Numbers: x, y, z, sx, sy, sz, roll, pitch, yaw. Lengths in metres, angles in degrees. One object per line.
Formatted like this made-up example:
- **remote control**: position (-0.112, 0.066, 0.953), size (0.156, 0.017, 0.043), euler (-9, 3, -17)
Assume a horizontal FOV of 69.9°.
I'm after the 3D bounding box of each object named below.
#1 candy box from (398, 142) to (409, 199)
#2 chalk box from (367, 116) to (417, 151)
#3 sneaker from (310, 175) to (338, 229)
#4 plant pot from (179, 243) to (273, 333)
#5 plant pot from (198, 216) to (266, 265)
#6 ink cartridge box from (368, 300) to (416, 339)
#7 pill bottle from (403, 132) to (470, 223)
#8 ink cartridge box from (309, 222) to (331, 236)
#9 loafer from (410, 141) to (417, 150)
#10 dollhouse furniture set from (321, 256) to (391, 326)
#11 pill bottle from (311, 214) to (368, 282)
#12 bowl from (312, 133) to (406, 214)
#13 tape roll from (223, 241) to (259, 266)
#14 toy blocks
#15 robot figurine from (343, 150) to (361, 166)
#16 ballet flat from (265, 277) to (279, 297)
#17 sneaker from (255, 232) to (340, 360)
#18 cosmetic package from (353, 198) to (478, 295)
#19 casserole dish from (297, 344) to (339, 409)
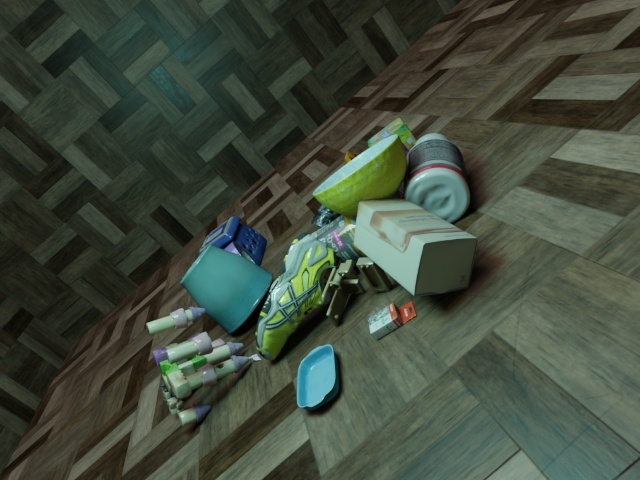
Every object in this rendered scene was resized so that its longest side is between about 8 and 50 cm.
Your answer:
- **candy box**: position (0.241, -0.185, 1.508), size (0.071, 0.159, 0.233), euler (-10, 39, 55)
- **chalk box**: position (0.274, -0.365, 1.828), size (0.213, 0.132, 0.132), euler (-36, 22, 16)
- **sneaker**: position (0.037, -0.123, 1.735), size (0.268, 0.101, 0.153), euler (102, -168, -66)
- **plant pot**: position (-0.356, 0.157, 1.667), size (0.271, 0.255, 0.271), euler (-49, 13, 16)
- **plant pot**: position (-0.412, 0.041, 2.109), size (0.236, 0.212, 0.236), euler (-33, 24, 20)
- **ink cartridge box**: position (0.171, 0.185, 1.106), size (0.115, 0.029, 0.063), euler (-36, 22, 16)
- **pill bottle**: position (0.334, -0.194, 1.345), size (0.176, 0.176, 0.318), euler (-30, 25, 28)
- **ink cartridge box**: position (0.000, 0.000, 1.709), size (0.122, 0.052, 0.088), euler (-29, 25, 27)
- **loafer**: position (0.378, -0.323, 1.673), size (0.061, 0.062, 0.170), euler (-51, 22, -9)
- **dollhouse furniture set**: position (0.090, 0.139, 1.213), size (0.151, 0.144, 0.123), euler (-5, 45, 35)
- **pill bottle**: position (0.040, 0.035, 1.430), size (0.278, 0.162, 0.162), euler (-35, 23, 18)
- **bowl**: position (0.138, -0.153, 1.296), size (0.289, 0.156, 0.289), euler (-35, 12, 8)
- **tape roll**: position (-0.327, 0.099, 1.887), size (0.080, 0.189, 0.189), euler (-42, 22, 1)
- **toy blocks**: position (-0.365, 0.384, 1.454), size (0.260, 0.309, 0.289), euler (-16, 21, -31)
- **robot figurine**: position (0.145, -0.241, 1.790), size (0.291, 0.085, 0.211), euler (-113, 30, -61)
- **ballet flat**: position (-0.117, 0.146, 1.615), size (0.188, 0.070, 0.070), euler (-41, 22, 2)
- **sneaker**: position (-0.068, 0.177, 1.308), size (0.145, 0.147, 0.384), euler (-17, -51, -78)
- **cosmetic package**: position (0.214, 0.003, 1.102), size (0.153, 0.129, 0.296), euler (-5, 24, -24)
- **casserole dish**: position (-0.002, 0.333, 1.109), size (0.114, 0.037, 0.188), euler (-36, 22, 15)
